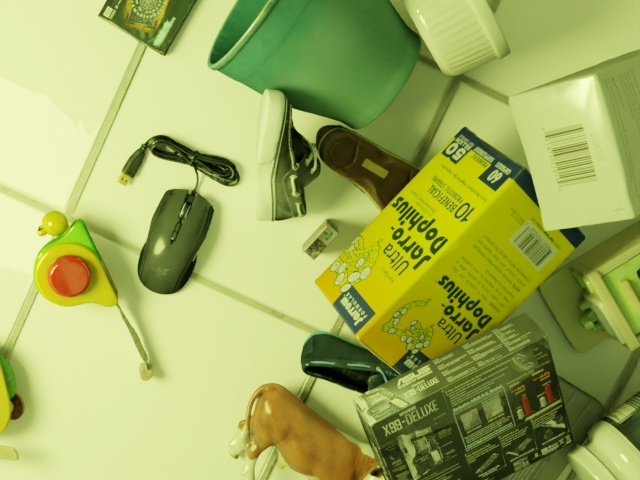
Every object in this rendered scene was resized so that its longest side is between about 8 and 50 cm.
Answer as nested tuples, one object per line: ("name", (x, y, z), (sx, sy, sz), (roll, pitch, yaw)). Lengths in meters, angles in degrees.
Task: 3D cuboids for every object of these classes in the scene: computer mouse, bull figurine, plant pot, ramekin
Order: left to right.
("computer mouse", (-0.267, -0.045, 1.602), (0.184, 0.060, 0.262), (27, 96, -5))
("bull figurine", (-0.011, 0.380, 1.639), (0.310, 0.101, 0.188), (39, 99, 2))
("plant pot", (0.004, -0.312, 1.485), (0.255, 0.271, 0.271), (32, 96, -20))
("ramekin", (0.202, -0.358, 1.503), (0.109, 0.207, 0.207), (-29, 97, 12))

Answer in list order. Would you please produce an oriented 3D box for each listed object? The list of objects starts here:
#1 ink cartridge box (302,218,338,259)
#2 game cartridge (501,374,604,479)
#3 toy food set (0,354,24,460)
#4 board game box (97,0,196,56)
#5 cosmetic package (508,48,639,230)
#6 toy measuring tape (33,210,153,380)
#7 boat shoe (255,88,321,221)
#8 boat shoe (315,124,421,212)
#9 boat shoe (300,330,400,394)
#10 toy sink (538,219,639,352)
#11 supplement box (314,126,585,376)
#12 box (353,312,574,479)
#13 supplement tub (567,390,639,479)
("ink cartridge box", (0.000, 0.000, 1.585), (0.029, 0.115, 0.063), (42, 95, -6))
("game cartridge", (0.305, 0.375, 1.644), (0.230, 0.068, 0.355), (31, 96, -25))
("toy food set", (-0.566, 0.263, 1.639), (0.128, 0.071, 0.217), (-8, 96, 24))
("board game box", (-0.265, -0.415, 1.570), (0.126, 0.026, 0.186), (31, 96, -5))
("cosmetic package", (0.476, -0.175, 1.450), (0.385, 0.156, 0.217), (-22, 98, -42))
("toy measuring tape", (-0.395, 0.106, 1.600), (0.121, 0.121, 0.330), (-22, 107, 2))
("boat shoe", (-0.050, -0.125, 1.499), (0.102, 0.301, 0.108), (2, 56, -3))
("boat shoe", (0.096, -0.114, 1.586), (0.257, 0.095, 0.095), (38, 96, -29))
("boat shoe", (0.085, 0.244, 1.623), (0.258, 0.089, 0.109), (16, 129, 5))
("toy sink", (0.510, 0.085, 1.599), (0.234, 0.131, 0.152), (-31, 97, 3))
("supplement box", (0.201, 0.031, 1.523), (0.356, 0.194, 0.195), (-47, 123, 4))
("box", (0.230, 0.285, 1.502), (0.307, 0.076, 0.242), (-26, 122, -6))
("supplement tub", (0.572, 0.344, 1.591), (0.272, 0.191, 0.191), (-36, 97, -4))
